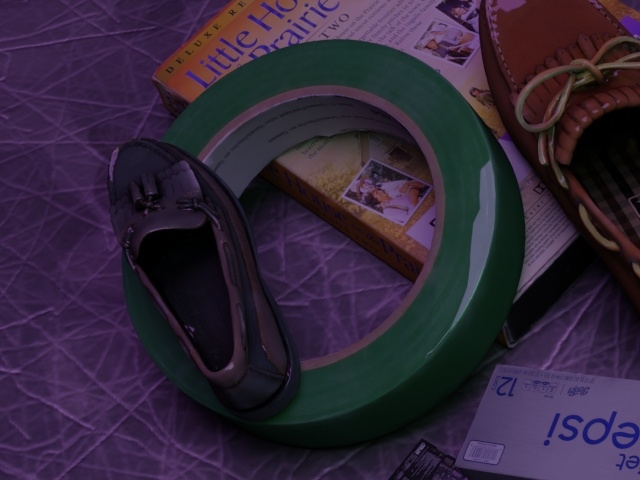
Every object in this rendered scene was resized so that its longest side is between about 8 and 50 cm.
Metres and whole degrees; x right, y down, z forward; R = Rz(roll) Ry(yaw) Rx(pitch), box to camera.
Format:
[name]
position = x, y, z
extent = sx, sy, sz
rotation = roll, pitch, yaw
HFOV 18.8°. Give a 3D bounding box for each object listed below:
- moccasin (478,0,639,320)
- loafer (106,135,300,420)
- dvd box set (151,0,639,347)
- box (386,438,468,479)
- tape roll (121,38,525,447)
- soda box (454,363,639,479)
[moccasin]
position = 0.223, -0.073, 1.467
extent = 0.139, 0.147, 0.380
rotation = -19, 56, -1
[loafer]
position = -0.099, 0.014, 1.479
extent = 0.096, 0.084, 0.267
rotation = -37, 60, 9
[dvd box set]
position = 0.102, -0.128, 1.665
extent = 0.420, 0.062, 0.307
rotation = 34, 69, 31
[box]
position = 0.079, 0.199, 1.464
extent = 0.067, 0.018, 0.083
rotation = 29, 66, 29
[tape roll]
position = 0.000, 0.000, 1.534
extent = 0.321, 0.077, 0.321
rotation = -9, 66, 21
[soda box]
position = 0.244, 0.161, 1.349
extent = 0.286, 0.098, 0.091
rotation = 5, 58, 39
